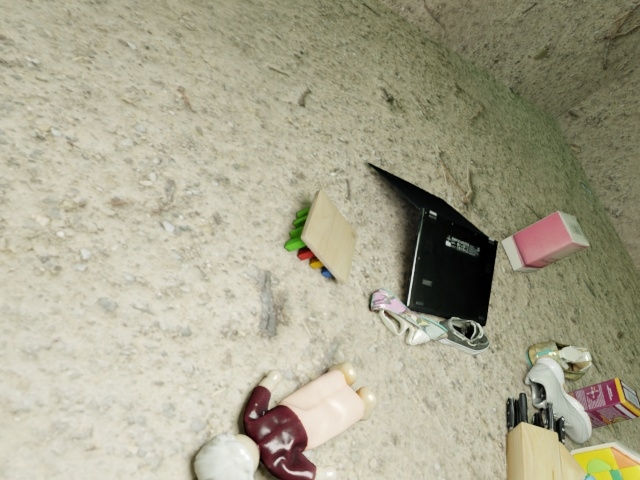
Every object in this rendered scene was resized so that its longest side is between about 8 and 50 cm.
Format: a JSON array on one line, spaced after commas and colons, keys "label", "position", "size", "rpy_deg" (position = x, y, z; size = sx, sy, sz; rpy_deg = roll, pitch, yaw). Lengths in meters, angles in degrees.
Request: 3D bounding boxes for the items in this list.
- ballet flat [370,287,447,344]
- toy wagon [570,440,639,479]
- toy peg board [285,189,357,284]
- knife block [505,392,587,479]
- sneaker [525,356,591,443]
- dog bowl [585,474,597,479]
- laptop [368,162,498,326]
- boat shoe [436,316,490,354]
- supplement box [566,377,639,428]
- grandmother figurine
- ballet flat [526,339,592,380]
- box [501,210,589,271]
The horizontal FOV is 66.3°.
[{"label": "ballet flat", "position": [0.206, 0.200, 1.174], "size": [0.221, 0.077, 0.079], "rpy_deg": [35, 61, -14]}, {"label": "toy wagon", "position": [0.741, 0.676, 1.182], "size": [0.068, 0.267, 0.344], "rpy_deg": [11, 55, -38]}, {"label": "toy peg board", "position": [0.000, 0.000, 1.123], "size": [0.161, 0.079, 0.161], "rpy_deg": [50, 37, -29]}, {"label": "knife block", "position": [0.503, 0.510, 1.202], "size": [0.275, 0.088, 0.242], "rpy_deg": [-17, 52, -29]}, {"label": "sneaker", "position": [0.673, 0.479, 1.416], "size": [0.121, 0.099, 0.262], "rpy_deg": [-25, 83, -29]}, {"label": "dog bowl", "position": [0.578, 0.653, 1.105], "size": [0.297, 0.166, 0.074], "rpy_deg": [-6, 27, -40]}, {"label": "laptop", "position": [0.314, 0.013, 1.432], "size": [0.382, 0.236, 0.408], "rpy_deg": [17, 80, -39]}, {"label": "boat shoe", "position": [0.396, 0.253, 1.310], "size": [0.219, 0.070, 0.078], "rpy_deg": [17, 51, -35]}, {"label": "supplement box", "position": [0.840, 0.495, 1.472], "size": [0.104, 0.188, 0.081], "rpy_deg": [35, 42, -20]}, {"label": "grandmother figurine", "position": [-0.049, 0.318, 0.818], "size": [0.342, 0.104, 0.208], "rpy_deg": [-10, 42, -44]}, {"label": "ballet flat", "position": [0.800, 0.381, 1.576], "size": [0.348, 0.123, 0.123], "rpy_deg": [15, 52, -37]}, {"label": "box", "position": [0.801, 0.011, 1.753], "size": [0.148, 0.232, 0.127], "rpy_deg": [8, 57, -41]}]
